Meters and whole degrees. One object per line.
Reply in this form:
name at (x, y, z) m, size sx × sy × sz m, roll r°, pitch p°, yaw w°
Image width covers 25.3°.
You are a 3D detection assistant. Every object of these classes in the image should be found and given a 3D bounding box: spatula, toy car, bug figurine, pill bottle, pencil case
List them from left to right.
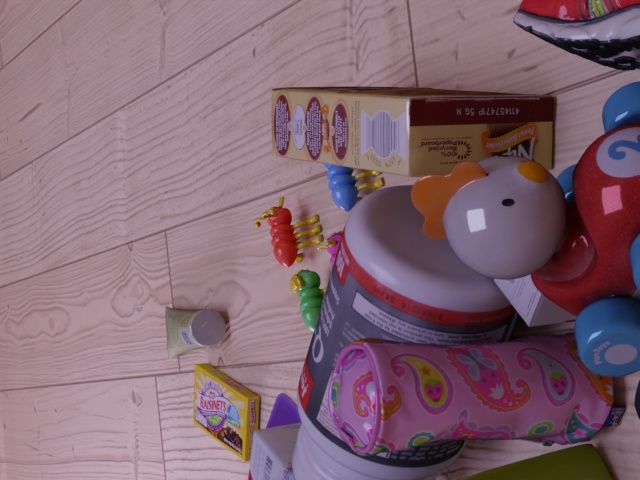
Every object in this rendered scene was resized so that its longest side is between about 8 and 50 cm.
spatula at (-0.068, 0.377, 2.132) m, size 0.084 × 0.030 × 0.296 m, roll 33°, pitch 122°, yaw 54°
bug figurine at (0.000, 0.000, 1.911) m, size 0.279 × 0.072 × 0.216 m, roll -45°, pitch 55°, yaw 55°
pill bottle at (0.089, 0.137, 1.611) m, size 0.210 × 0.210 × 0.363 m, roll 55°, pitch 139°, yaw 44°
pencil case at (0.154, 0.153, 1.419) m, size 0.124 × 0.284 × 0.124 m, roll -179°, pitch 90°, yaw -65°
toy car at (0.203, -0.029, 1.282) m, size 0.210 × 0.238 × 0.219 m, roll 116°, pitch 161°, yaw -44°

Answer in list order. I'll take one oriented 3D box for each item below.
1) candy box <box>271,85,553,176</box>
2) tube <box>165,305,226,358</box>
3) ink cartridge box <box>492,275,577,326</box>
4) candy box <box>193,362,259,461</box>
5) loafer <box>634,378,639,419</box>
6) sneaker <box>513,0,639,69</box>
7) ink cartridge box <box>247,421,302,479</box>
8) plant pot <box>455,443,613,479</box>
candy box at (0.093, -0.127, 1.598) m, size 0.316 × 0.183 × 0.087 m, roll 16°, pitch 107°, yaw 61°
tube at (-0.221, 0.148, 2.375) m, size 0.070 × 0.062 × 0.240 m, roll -54°, pitch 14°, yaw -19°
ink cartridge box at (0.226, 0.021, 1.456) m, size 0.135 × 0.099 × 0.056 m, roll 57°, pitch 142°, yaw 44°
candy box at (-0.152, 0.272, 2.284) m, size 0.206 × 0.027 × 0.105 m, roll 21°, pitch 108°, yaw 60°
loafer at (0.351, 0.110, 1.254) m, size 0.223 × 0.076 × 0.078 m, roll 122°, pitch 145°, yaw -43°
sneaker at (0.293, -0.227, 1.331) m, size 0.279 × 0.107 × 0.118 m, roll 11°, pitch 85°, yaw 58°
ink cartridge box at (-0.004, 0.341, 1.903) m, size 0.176 × 0.127 × 0.128 m, roll 44°, pitch 132°, yaw 52°
plant pot at (0.198, 0.365, 1.433) m, size 0.207 × 0.228 × 0.227 m, roll 58°, pitch 142°, yaw 29°
